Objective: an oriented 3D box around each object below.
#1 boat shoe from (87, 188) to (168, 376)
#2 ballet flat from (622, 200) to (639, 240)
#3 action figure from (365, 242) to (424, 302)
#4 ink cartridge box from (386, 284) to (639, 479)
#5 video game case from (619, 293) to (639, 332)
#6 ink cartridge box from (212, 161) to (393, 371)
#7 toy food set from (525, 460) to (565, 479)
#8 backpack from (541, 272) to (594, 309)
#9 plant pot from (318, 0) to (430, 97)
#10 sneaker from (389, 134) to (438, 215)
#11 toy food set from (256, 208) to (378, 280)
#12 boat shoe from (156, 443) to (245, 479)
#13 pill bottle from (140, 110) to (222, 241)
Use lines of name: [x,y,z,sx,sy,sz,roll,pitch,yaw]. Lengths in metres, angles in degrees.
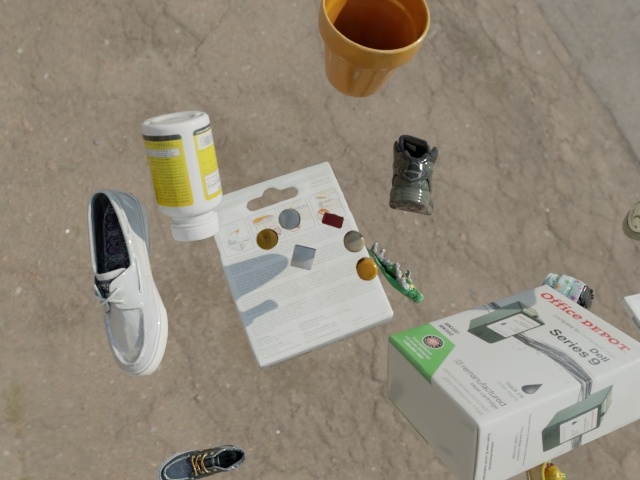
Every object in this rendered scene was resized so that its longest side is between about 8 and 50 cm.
boat shoe: [-0.190,0.038,0.645,0.063,0.066,0.184,26,59,-71]
ballet flat: [0.492,-0.039,0.964,0.068,0.213,0.072,18,86,-16]
action figure: [0.218,0.099,1.922,0.137,0.063,0.232,34,13,-49]
ink cartridge box: [0.267,0.187,0.931,0.289,0.211,0.121,-15,120,-22]
video game case: [0.632,0.149,1.196,0.157,0.019,0.143,-9,56,-20]
ink cartridge box: [-0.056,0.052,1.482,0.308,0.091,0.384,-20,75,-10]
toy food set: [0.555,0.561,1.662,0.071,0.218,0.128,-8,79,5]
backpack: [0.559,0.152,1.559,0.151,0.115,0.182,-68,154,-13]
plant pot: [0.087,-0.386,1.320,0.205,0.188,0.205,4,64,-9]
sneaker: [0.172,-0.114,1.231,0.087,0.227,0.130,10,87,11]
toy food set: [0.000,0.000,1.284,0.233,0.104,0.111,13,93,1]
boat shoe: [-0.254,0.476,1.446,0.184,0.083,0.065,-10,79,-28]
pill bottle: [-0.130,-0.061,0.648,0.065,0.065,0.116,-27,120,-41]
